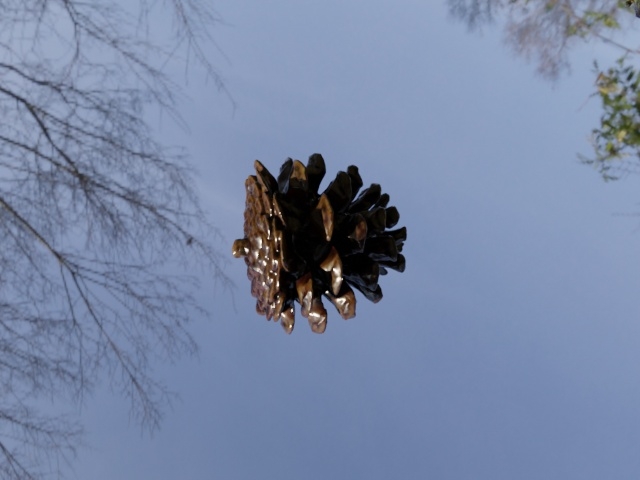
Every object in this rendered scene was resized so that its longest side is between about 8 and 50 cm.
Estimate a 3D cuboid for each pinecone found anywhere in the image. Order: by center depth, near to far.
[{"bbox_3d":[0.000,0.000,0.793,0.208,0.207,0.207,9,-134,-9],"label":"pinecone"}]

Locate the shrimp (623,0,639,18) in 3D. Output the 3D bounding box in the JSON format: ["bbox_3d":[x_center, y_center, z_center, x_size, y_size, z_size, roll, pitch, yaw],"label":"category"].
[{"bbox_3d":[0.501,-0.372,1.018,0.150,0.217,0.051,34,-100,21],"label":"shrimp"}]
